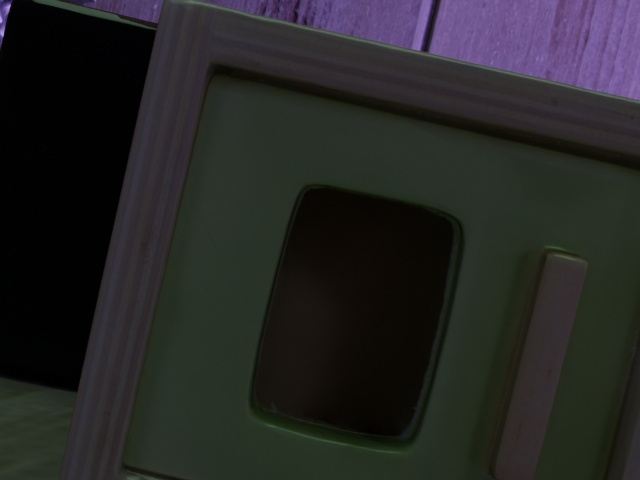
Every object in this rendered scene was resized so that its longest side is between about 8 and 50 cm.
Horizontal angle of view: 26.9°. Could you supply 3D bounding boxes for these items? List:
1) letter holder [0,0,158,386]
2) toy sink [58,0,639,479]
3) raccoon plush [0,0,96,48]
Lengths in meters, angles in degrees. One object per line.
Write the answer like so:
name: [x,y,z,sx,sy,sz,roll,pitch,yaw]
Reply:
letter holder: [0.000,0.000,0.647,0.302,0.152,0.214,12,2,-5]
toy sink: [0.055,0.026,0.422,0.234,0.152,0.131,14,4,0]
raccoon plush: [-0.172,-0.132,0.668,0.216,0.299,0.446,58,-7,-36]
